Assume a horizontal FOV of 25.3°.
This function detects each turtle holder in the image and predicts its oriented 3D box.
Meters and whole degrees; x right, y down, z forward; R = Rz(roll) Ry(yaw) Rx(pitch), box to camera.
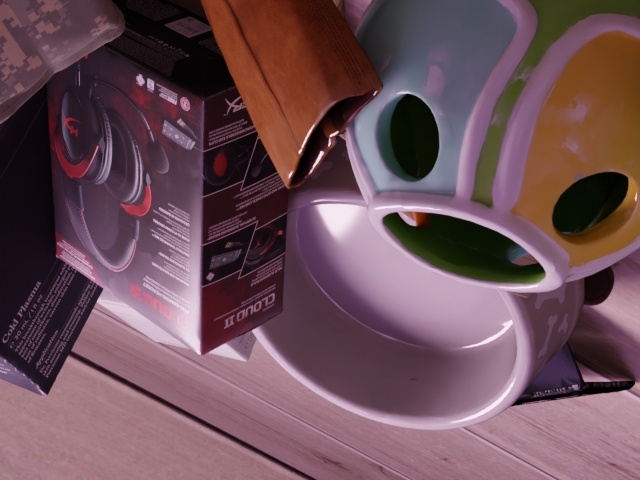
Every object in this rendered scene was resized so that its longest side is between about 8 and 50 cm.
[{"bbox_3d":[0.163,-0.083,0.918,0.320,0.227,0.243,17,160,26],"label":"turtle holder"}]

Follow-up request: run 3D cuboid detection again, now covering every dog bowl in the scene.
[{"bbox_3d":[0.071,0.044,1.373,0.349,0.102,0.348,16,137,16],"label":"dog bowl"}]

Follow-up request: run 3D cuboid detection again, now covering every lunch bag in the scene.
[{"bbox_3d":[-0.311,-0.268,1.104,0.287,0.169,0.235,48,173,30],"label":"lunch bag"}]

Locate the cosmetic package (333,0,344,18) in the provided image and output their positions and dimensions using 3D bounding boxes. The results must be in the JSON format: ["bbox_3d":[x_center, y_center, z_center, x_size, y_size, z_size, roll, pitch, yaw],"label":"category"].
[{"bbox_3d":[-0.013,-0.178,1.189,0.060,0.041,0.115,22,162,10],"label":"cosmetic package"}]

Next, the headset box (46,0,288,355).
[{"bbox_3d":[-0.139,-0.053,1.293,0.218,0.110,0.293,31,132,34],"label":"headset box"}]

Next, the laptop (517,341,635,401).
[{"bbox_3d":[0.210,0.127,1.687,0.234,0.136,0.264,-12,170,31],"label":"laptop"}]

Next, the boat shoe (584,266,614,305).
[{"bbox_3d":[0.198,0.010,1.421,0.190,0.068,0.072,32,177,-16],"label":"boat shoe"}]

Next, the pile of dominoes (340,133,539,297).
[{"bbox_3d":[0.093,-0.042,1.152,0.196,0.040,0.251,16,-158,-29],"label":"pile of dominoes"}]

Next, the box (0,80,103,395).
[{"bbox_3d":[-0.320,-0.070,1.418,0.179,0.343,0.312,20,161,19],"label":"box"}]

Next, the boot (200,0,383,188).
[{"bbox_3d":[-0.065,-0.169,0.987,0.280,0.096,0.264,62,150,6],"label":"boot"}]

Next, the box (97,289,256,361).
[{"bbox_3d":[-0.145,0.033,1.742,0.182,0.181,0.119,7,156,44],"label":"box"}]
